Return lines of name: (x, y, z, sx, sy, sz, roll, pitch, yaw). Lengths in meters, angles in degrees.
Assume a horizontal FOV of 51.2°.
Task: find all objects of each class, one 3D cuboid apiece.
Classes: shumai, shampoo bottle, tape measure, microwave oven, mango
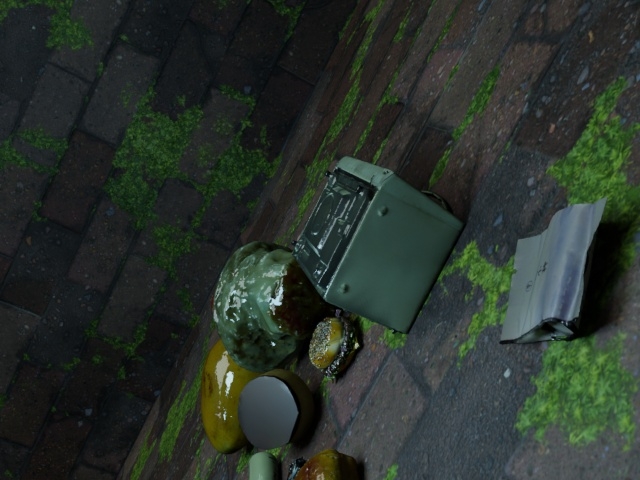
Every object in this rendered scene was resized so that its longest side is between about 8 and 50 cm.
shumai: (-0.101, 0.165, 1.891, 0.323, 0.324, 0.398, -25, 41, 52)
shampoo bottle: (-0.147, 0.629, 1.726, 0.079, 0.079, 0.162, -58, 18, 19)
tape measure: (-0.050, 0.561, 1.579, 0.094, 0.054, 0.091, 130, 157, -58)
microwave oven: (0.109, -0.013, 1.589, 0.333, 0.247, 0.394, -62, 17, 5)
mango: (-0.263, 0.469, 2.074, 0.264, 0.221, 0.378, -32, 45, 54)

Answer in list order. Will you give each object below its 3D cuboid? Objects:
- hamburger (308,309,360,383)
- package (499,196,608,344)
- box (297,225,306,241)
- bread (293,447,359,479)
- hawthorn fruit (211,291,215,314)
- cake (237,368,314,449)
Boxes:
hamburger: (0.029, 0.261, 1.700, 0.164, 0.093, 0.189, -61, 15, 13)
package: (0.367, 0.061, 1.055, 0.251, 0.062, 0.204, 125, 165, -72)
box: (0.000, 0.000, 2.100, 0.089, 0.125, 0.043, -52, 20, 31)
bread: (0.003, 0.597, 1.283, 0.185, 0.109, 0.380, -54, 22, 30)
hawthorn fruit: (-0.233, 0.228, 2.279, 0.284, 0.284, 0.284, -55, 20, 30)
cake: (-0.097, 0.440, 1.741, 0.185, 0.178, 0.208, -45, 61, 16)
